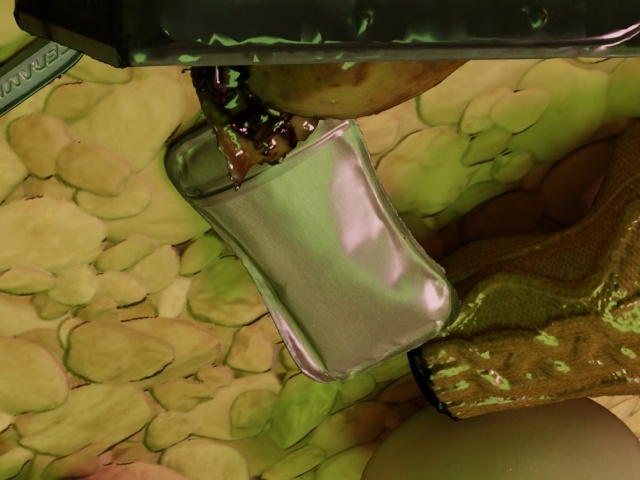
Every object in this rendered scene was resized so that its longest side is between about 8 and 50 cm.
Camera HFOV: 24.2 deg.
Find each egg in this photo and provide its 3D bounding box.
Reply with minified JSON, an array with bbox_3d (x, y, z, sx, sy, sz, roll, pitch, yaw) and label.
[{"bbox_3d":[0.153,0.210,1.213,0.253,0.189,0.189,5,131,-21],"label":"egg"}]

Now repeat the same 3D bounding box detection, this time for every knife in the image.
[{"bbox_3d":[-0.213,-0.074,0.890,0.210,0.015,0.028,-32,132,8],"label":"knife"}]

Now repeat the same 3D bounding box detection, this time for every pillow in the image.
[{"bbox_3d":[0.000,0.000,1.005,0.130,0.038,0.233,-27,121,13],"label":"pillow"}]

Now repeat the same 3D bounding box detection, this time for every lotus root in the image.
[{"bbox_3d":[0.044,-0.164,0.805,0.314,0.169,0.141,-38,108,7],"label":"lotus root"}]

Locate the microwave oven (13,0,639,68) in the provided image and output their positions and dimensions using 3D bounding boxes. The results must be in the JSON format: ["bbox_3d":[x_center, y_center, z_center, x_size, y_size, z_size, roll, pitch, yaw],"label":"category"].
[{"bbox_3d":[0.019,-0.248,0.561,0.286,0.218,0.355,-4,103,-22],"label":"microwave oven"}]

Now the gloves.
[{"bbox_3d":[0.234,0.032,1.092,0.356,0.155,0.203,-28,136,7],"label":"gloves"}]
